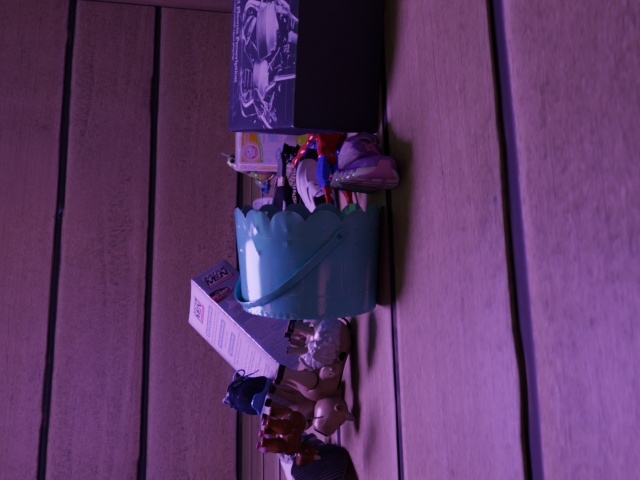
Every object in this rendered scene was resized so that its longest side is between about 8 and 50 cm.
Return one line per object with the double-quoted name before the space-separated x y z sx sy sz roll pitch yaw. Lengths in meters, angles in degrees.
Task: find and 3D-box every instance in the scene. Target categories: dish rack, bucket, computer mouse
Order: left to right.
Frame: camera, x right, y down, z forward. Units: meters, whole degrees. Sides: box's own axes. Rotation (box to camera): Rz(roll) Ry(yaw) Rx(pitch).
"computer mouse" -0.084 -0.102 1.738 0.184 0.060 0.262 127 154 -84
"dish rack" -0.043 -0.104 1.868 0.271 0.074 0.208 128 142 -72
"bucket" -0.022 0.029 1.293 0.281 0.281 0.183 -158 67 -78

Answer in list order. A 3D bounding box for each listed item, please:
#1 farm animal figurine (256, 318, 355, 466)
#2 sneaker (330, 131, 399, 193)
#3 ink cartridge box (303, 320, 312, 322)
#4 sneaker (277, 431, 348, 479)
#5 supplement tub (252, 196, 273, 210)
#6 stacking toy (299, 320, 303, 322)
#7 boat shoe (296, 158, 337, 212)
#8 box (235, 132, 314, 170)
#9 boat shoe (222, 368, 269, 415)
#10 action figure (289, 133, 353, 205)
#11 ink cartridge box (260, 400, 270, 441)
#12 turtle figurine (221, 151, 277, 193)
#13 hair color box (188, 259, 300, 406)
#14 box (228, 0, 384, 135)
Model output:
"farm animal figurine" -0.010 0.297 1.467 0.330 0.172 0.326 -178 102 -86
"sneaker" 0.074 -0.139 1.259 0.236 0.095 0.104 -171 90 -79
"ink cartridge box" -0.005 0.129 1.686 0.135 0.056 0.099 111 158 -60
"sneaker" -0.004 0.509 1.541 0.330 0.122 0.146 171 82 -77
"supplement tub" -0.156 -0.035 2.305 0.117 0.117 0.190 131 139 -73
"stacking toy" -0.090 0.263 1.922 0.166 0.175 0.301 -151 52 -76
"boat shoe" 0.005 -0.095 1.654 0.076 0.083 0.226 -48 52 55
"box" -0.125 -0.245 1.960 0.103 0.203 0.114 162 109 -78
"boat shoe" -0.163 0.327 1.608 0.258 0.089 0.109 112 173 -73
"action figure" 0.005 -0.135 1.570 0.139 0.091 0.280 121 150 -47
"ink cartridge box" -0.128 0.496 2.172 0.153 0.087 0.208 106 163 -50
"turtle figurine" -0.214 -0.317 2.442 0.266 0.198 0.274 114 152 -53
"hair color box" -0.157 0.239 1.769 0.374 0.114 0.185 40 142 22
"box" -0.037 -0.377 1.405 0.312 0.179 0.343 12 101 60
